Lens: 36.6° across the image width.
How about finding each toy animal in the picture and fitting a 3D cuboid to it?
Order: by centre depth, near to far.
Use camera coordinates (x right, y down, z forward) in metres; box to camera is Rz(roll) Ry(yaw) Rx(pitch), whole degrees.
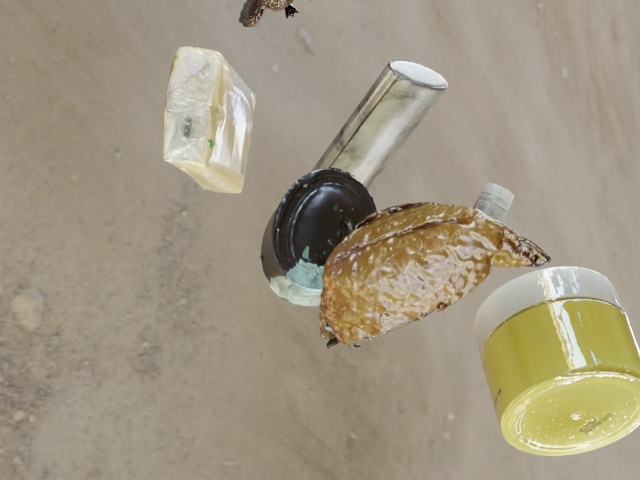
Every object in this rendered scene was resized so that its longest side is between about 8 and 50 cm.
[{"bbox_3d":[-0.090,-0.496,1.872,0.116,0.218,0.179,58,16,3],"label":"toy animal"}]

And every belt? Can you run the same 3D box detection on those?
[{"bbox_3d":[0.000,0.000,1.343,0.151,0.078,0.198,29,62,-6],"label":"belt"}]

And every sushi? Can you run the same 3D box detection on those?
[{"bbox_3d":[0.114,0.030,1.158,0.149,0.287,0.140,-108,172,-56],"label":"sushi"}]

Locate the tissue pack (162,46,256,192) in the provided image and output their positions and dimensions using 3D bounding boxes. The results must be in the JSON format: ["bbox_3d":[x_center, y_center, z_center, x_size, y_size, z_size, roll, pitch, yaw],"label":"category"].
[{"bbox_3d":[-0.168,-0.180,1.496,0.222,0.090,0.186,40,57,-76],"label":"tissue pack"}]

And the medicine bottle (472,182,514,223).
[{"bbox_3d":[0.298,-0.050,1.711,0.058,0.058,0.091,33,82,-54],"label":"medicine bottle"}]

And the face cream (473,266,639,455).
[{"bbox_3d":[0.342,0.174,1.373,0.218,0.218,0.179,52,22,-43],"label":"face cream"}]

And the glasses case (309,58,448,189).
[{"bbox_3d":[0.073,-0.148,1.499,0.114,0.299,0.060,5,47,-36],"label":"glasses case"}]
